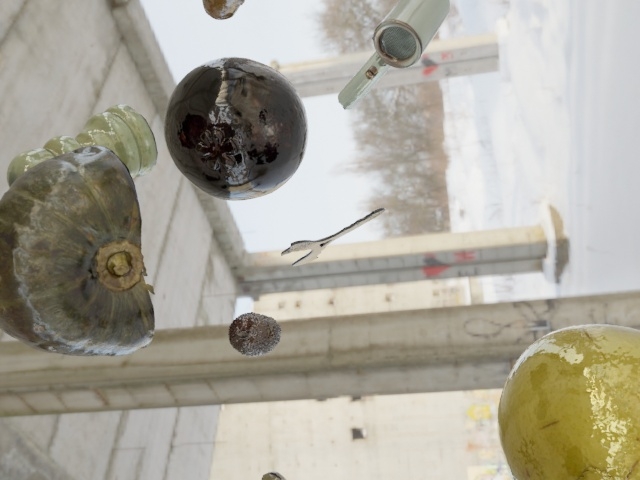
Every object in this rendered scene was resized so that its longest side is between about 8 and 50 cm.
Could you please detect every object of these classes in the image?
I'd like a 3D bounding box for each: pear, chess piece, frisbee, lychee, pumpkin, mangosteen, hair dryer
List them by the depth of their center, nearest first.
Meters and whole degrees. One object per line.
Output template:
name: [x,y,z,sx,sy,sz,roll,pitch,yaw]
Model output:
lychee: [-0.093,0.132,1.030,0.083,0.068,0.067,17,-146,-51]
pumpkin: [-0.395,0.029,1.085,0.242,0.232,0.325,12,109,57]
hair dryer: [0.097,-0.270,1.086,0.131,0.073,0.236,-56,6,-37]
pear: [0.446,0.298,1.126,0.348,0.348,0.348,-6,-90,-79]
frisbee: [0.000,0.000,1.202,0.187,0.211,0.012,-8,-112,-60]
chess piece: [-0.407,-0.132,1.222,0.243,0.133,0.133,-36,-55,-44]
mangosteen: [-0.169,-0.222,1.482,0.313,0.296,0.297,-146,50,-87]

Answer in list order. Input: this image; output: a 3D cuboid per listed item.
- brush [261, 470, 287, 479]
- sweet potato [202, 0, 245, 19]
brush: [0.007,0.458,1.203,0.042,0.299,0.039,-55,-44,-20]
sweet potato: [-0.101,-0.328,0.818,0.059,0.067,0.281,60,169,0]
